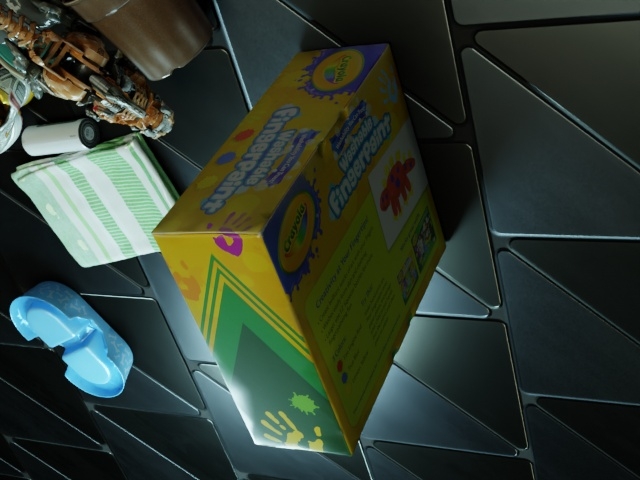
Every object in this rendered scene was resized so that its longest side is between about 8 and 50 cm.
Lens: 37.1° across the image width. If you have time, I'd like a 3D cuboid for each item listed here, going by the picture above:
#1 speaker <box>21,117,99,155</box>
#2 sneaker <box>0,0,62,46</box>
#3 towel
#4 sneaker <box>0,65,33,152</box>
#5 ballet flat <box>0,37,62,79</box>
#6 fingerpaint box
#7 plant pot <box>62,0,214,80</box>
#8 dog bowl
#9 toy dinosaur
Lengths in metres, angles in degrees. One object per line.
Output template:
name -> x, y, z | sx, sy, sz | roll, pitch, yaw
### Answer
speaker -> -0.454, -0.179, 1.663 | 0.136, 0.055, 0.055 | -3, 127, 30
sneaker -> -0.489, -0.438, 1.437 | 0.130, 0.109, 0.286 | -14, 126, 22
towel -> -0.391, -0.064, 1.745 | 0.325, 0.038, 0.248 | -11, 123, 33
sneaker -> -0.572, -0.219, 1.662 | 0.088, 0.093, 0.225 | 35, 136, -5
ballet flat -> -0.418, -0.268, 1.557 | 0.248, 0.086, 0.086 | 23, 135, 6
fingerpaint box -> 0.000, 0.000, 1.313 | 0.163, 0.445, 0.371 | 0, 129, 28
plant pot -> -0.249, -0.331, 1.364 | 0.167, 0.167, 0.165 | -16, 128, 36
dog bowl -> -0.519, 0.205, 2.021 | 0.166, 0.074, 0.297 | -25, 115, 40
toy dinosaur -> -0.350, -0.264, 1.390 | 0.218, 0.164, 0.322 | 41, 166, 45
